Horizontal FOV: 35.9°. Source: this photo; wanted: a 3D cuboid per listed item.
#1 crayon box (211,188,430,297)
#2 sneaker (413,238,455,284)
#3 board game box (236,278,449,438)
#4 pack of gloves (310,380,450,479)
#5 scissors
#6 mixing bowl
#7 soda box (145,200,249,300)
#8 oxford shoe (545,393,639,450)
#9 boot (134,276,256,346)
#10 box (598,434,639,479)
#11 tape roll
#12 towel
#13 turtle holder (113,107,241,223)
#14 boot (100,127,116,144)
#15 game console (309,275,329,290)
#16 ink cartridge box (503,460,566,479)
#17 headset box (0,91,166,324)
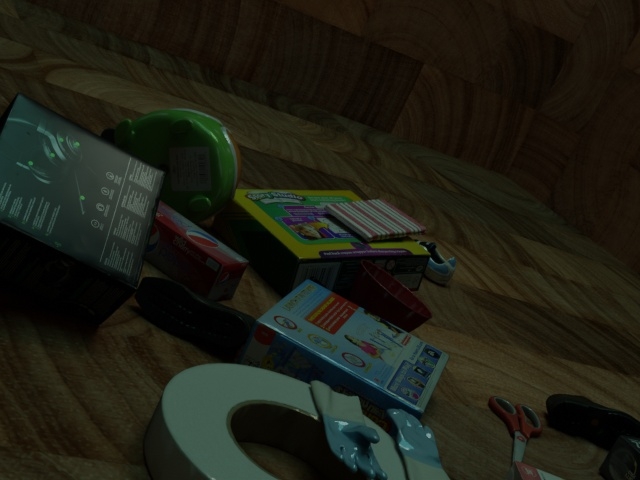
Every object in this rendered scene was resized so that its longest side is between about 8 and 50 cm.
[{"bbox_3d":[0.000,0.000,2.130,0.363,0.106,0.313,-1,28,-38],"label":"crayon box"},{"bbox_3d":[0.245,0.025,2.534,0.237,0.086,0.085,32,19,25],"label":"sneaker"},{"bbox_3d":[0.050,0.203,1.688,0.302,0.086,0.308,28,16,9],"label":"board game box"},{"bbox_3d":[0.097,0.269,1.377,0.195,0.046,0.232,19,17,-16],"label":"pack of gloves"},{"bbox_3d":[0.372,0.359,1.792,0.109,0.021,0.297,25,15,-7],"label":"scissors"},{"bbox_3d":[0.124,0.132,1.964,0.181,0.098,0.181,36,10,-7],"label":"mixing bowl"},{"bbox_3d":[-0.265,0.010,1.830,0.263,0.083,0.092,33,18,23],"label":"soda box"},{"bbox_3d":[0.557,0.356,1.973,0.227,0.083,0.096,24,12,-7],"label":"oxford shoe"},{"bbox_3d":[-0.201,0.121,1.641,0.198,0.077,0.137,28,3,9],"label":"boot"},{"bbox_3d":[0.749,0.498,1.790,0.395,0.097,0.318,14,21,-33],"label":"box"},{"bbox_3d":[-0.038,0.296,1.298,0.392,0.072,0.392,24,15,-7],"label":"tape roll"},{"bbox_3d":[0.120,-0.041,2.144,0.197,0.029,0.144,-7,33,-44],"label":"towel"},{"bbox_3d":[-0.308,-0.135,2.022,0.243,0.320,0.227,59,21,2],"label":"turtle holder"},{"bbox_3d":[-0.380,-0.182,2.261,0.236,0.085,0.178,32,14,2],"label":"boot"},{"bbox_3d":[0.037,0.131,1.929,0.071,0.107,0.122,-20,40,-28],"label":"game console"},{"bbox_3d":[0.385,0.425,1.523,0.198,0.067,0.115,23,16,-10],"label":"ink cartridge box"},{"bbox_3d":[-0.402,-0.050,1.482,0.283,0.131,0.246,29,44,-25],"label":"headset box"}]
